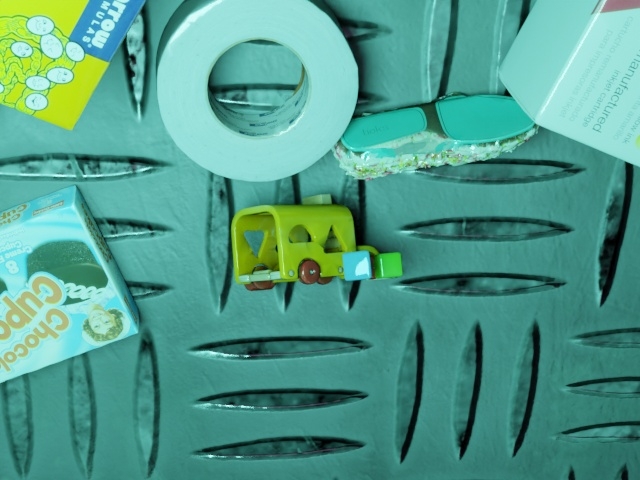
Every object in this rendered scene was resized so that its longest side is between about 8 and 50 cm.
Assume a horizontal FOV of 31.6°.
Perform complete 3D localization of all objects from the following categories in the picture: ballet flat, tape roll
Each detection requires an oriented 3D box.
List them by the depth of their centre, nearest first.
[{"bbox_3d":[-0.071,-0.177,1.238,0.219,0.072,0.219,-4,118,-7],"label":"tape roll"},{"bbox_3d":[0.130,-0.117,1.306,0.241,0.091,0.077,-6,148,-1],"label":"ballet flat"}]

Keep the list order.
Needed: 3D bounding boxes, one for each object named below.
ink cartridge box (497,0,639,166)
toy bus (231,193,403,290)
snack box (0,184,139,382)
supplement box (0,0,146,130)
[{"bbox_3d":[0.440,-0.208,1.248,0.384,0.160,0.279,19,113,-17],"label":"ink cartridge box"},{"bbox_3d":[-0.005,0.000,1.317,0.191,0.202,0.104,-5,87,2],"label":"toy bus"},{"bbox_3d":[-0.397,0.077,1.327,0.322,0.060,0.187,-20,119,2],"label":"snack box"},{"bbox_3d":[-0.351,-0.283,1.028,0.356,0.195,0.194,21,120,-29],"label":"supplement box"}]
